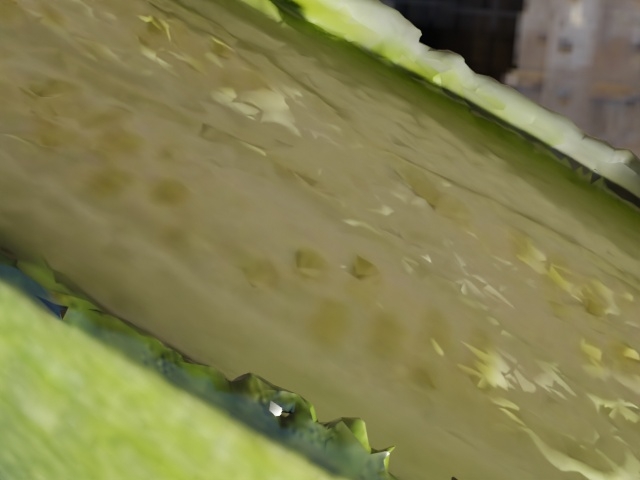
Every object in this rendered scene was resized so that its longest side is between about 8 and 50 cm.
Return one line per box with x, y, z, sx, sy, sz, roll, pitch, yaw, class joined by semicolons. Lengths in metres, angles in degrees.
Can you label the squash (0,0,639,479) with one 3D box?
0.000;0.000;0.425;0.210;0.309;0.233;-27;-164;23;squash
